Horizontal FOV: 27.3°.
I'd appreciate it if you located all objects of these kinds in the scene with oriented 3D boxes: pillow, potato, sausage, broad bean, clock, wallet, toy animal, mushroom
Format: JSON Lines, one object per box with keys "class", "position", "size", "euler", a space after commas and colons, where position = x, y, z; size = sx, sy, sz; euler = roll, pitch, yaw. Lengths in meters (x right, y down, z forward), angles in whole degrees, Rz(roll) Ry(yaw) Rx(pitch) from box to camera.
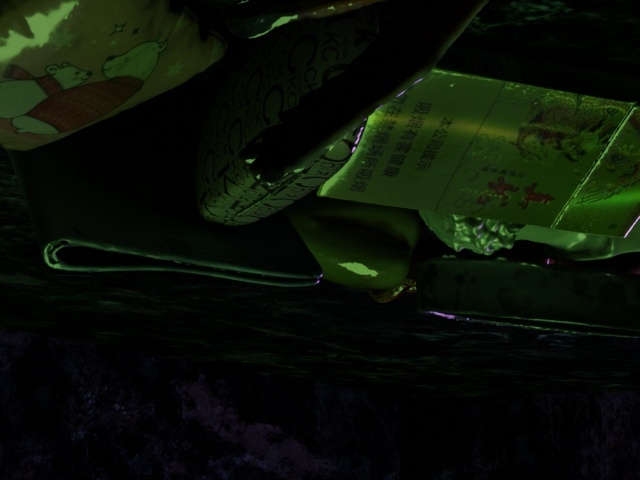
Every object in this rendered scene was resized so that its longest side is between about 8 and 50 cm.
{"class": "pillow", "position": [-0.203, -0.143, 1.007], "size": [0.223, 0.084, 0.236], "euler": [-26, 162, 8]}
{"class": "potato", "position": [0.371, 0.019, 1.650], "size": [0.107, 0.080, 0.170], "euler": [17, 158, -19]}
{"class": "sausage", "position": [0.277, 0.029, 1.752], "size": [0.083, 0.083, 0.264], "euler": [2, 166, 10]}
{"class": "broad bean", "position": [0.000, 0.000, 1.602], "size": [0.189, 0.121, 0.263], "euler": [19, 163, -38]}
{"class": "clock", "position": [0.268, 0.067, 1.517], "size": [0.325, 0.067, 0.325], "euler": [7, 175, 1]}
{"class": "wallet", "position": [-0.163, -0.043, 1.278], "size": [0.290, 0.054, 0.251], "euler": [12, -150, -33]}
{"class": "toy animal", "position": [0.078, -0.168, 0.808], "size": [0.302, 0.225, 0.284], "euler": [-8, -174, 2]}
{"class": "mushroom", "position": [0.126, 0.046, 1.867], "size": [0.171, 0.080, 0.135], "euler": [-7, 151, 45]}

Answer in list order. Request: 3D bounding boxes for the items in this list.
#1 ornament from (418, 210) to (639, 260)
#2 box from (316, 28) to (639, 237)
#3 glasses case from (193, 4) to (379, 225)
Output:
{"class": "ornament", "position": [0.226, -0.035, 1.339], "size": [0.285, 0.130, 0.120], "euler": [13, -175, -28]}
{"class": "box", "position": [0.166, -0.087, 1.157], "size": [0.311, 0.043, 0.173], "euler": [8, 139, -17]}
{"class": "glasses case", "position": [-0.038, -0.101, 1.106], "size": [0.085, 0.137, 0.355], "euler": [9, 167, -18]}
